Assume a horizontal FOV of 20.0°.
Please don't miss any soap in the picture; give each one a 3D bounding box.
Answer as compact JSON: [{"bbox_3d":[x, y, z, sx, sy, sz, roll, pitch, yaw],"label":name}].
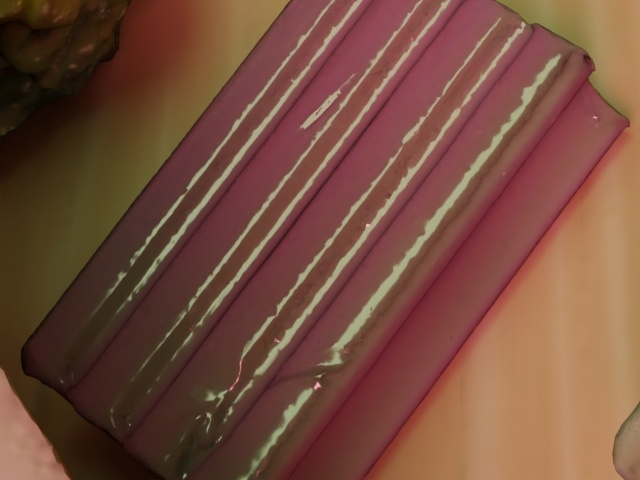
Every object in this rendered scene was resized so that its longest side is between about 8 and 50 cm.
[{"bbox_3d":[0.000,0.000,0.640,0.122,0.065,0.203,35,85,35],"label":"soap"}]

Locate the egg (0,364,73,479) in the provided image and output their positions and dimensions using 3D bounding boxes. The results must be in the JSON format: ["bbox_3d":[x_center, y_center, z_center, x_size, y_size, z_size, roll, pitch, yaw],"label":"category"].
[{"bbox_3d":[-0.221,0.129,0.483,0.340,0.354,0.354,-32,53,-12],"label":"egg"}]

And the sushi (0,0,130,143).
[{"bbox_3d":[-0.193,-0.104,0.681,0.184,0.274,0.139,-44,58,38],"label":"sushi"}]

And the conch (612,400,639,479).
[{"bbox_3d":[0.196,0.012,0.476,0.203,0.169,0.386,21,78,8],"label":"conch"}]
